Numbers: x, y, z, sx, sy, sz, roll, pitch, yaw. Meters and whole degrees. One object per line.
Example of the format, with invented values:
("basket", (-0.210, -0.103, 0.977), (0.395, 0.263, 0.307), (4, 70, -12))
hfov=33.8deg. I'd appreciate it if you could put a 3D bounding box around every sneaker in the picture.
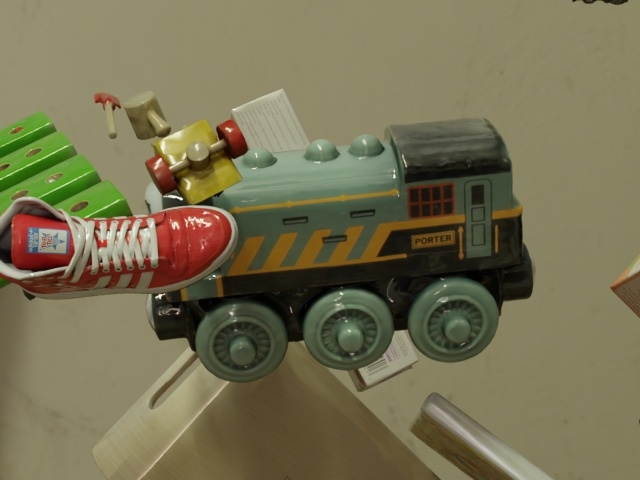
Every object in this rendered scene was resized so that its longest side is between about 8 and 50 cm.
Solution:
("sneaker", (-0.103, 0.001, 0.501), (0.118, 0.042, 0.067), (-12, -17, 11))

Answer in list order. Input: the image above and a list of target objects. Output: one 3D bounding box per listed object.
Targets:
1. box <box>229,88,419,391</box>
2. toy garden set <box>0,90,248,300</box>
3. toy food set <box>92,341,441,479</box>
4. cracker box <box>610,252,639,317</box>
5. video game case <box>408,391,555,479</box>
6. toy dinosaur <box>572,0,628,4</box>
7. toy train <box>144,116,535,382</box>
("box", (0.000, 0.000, 1.106), (0.067, 0.324, 0.063), (-25, -9, -13))
("toy garden set", (-0.178, -0.046, 0.789), (0.203, 0.049, 0.244), (-29, 30, -15))
("toy food set", (-0.042, 0.232, 1.052), (0.306, 0.220, 0.092), (45, -5, -15))
("cracker box", (0.340, -0.022, 0.808), (0.067, 0.155, 0.232), (45, -22, 5))
("video game case", (0.188, 0.239, 1.046), (0.227, 0.026, 0.206), (37, -12, 10))
("toy dinosaur", (0.197, -0.184, 0.571), (0.064, 0.118, 0.268), (-21, 34, -32))
("toy train", (0.015, 0.003, 0.881), (0.333, 0.190, 0.142), (-5, 24, -2))
